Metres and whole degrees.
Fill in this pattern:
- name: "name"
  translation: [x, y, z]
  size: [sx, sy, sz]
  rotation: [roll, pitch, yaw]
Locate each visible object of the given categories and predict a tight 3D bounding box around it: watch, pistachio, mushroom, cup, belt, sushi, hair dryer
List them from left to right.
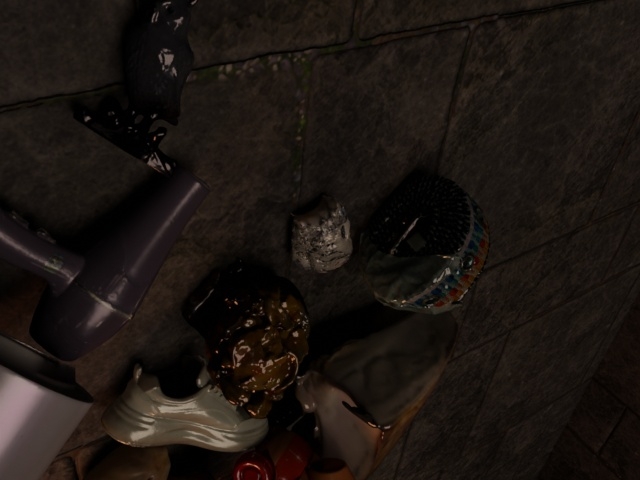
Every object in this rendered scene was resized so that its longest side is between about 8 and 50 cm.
- name: "cup"
  translation: [-0.462, 0.257, 0.780]
  size: [0.371, 0.253, 0.253]
  rotation: [-58, 145, -13]
- name: "hair dryer"
  translation: [-0.327, -0.030, 0.844]
  size: [0.301, 0.121, 0.361]
  rotation: [-52, 138, -5]
- name: "pistachio"
  translation: [-0.354, 0.434, 1.242]
  size: [0.185, 0.124, 0.124]
  rotation: [-30, 143, 7]
- name: "sushi"
  translation: [-0.109, 0.163, 1.131]
  size: [0.200, 0.204, 0.213]
  rotation: [28, 99, -47]
- name: "watch"
  translation: [-0.092, 0.324, 1.415]
  size: [0.193, 0.068, 0.206]
  rotation: [-15, 138, -38]
- name: "mushroom"
  translation: [0.135, 0.305, 1.439]
  size: [0.397, 0.224, 0.313]
  rotation: [-36, 146, -40]
- name: "belt"
  translation: [0.192, 0.016, 1.269]
  size: [0.257, 0.207, 0.150]
  rotation: [-55, 140, 1]

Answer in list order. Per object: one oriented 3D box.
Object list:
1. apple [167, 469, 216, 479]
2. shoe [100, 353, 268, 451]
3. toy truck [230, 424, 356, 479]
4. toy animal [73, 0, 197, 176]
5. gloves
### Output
- name: "apple"
  translation: [-0.309, 0.578, 1.358]
  size: [0.226, 0.246, 0.246]
  rotation: [-35, 147, 23]
- name: "shoe"
  translation: [-0.213, 0.273, 1.204]
  size: [0.317, 0.124, 0.159]
  rotation: [11, 103, -39]
- name: "toy truck"
  translation: [-0.065, 0.496, 1.294]
  size: [0.264, 0.239, 0.189]
  rotation: [-58, 172, 12]
- name: "toy animal"
  translation: [-0.184, -0.194, 0.821]
  size: [0.210, 0.121, 0.117]
  rotation: [-61, 159, 11]
- name: "gloves"
  translation: [0.003, 0.002, 1.190]
  size: [0.114, 0.070, 0.153]
  rotation: [-32, 143, -16]
